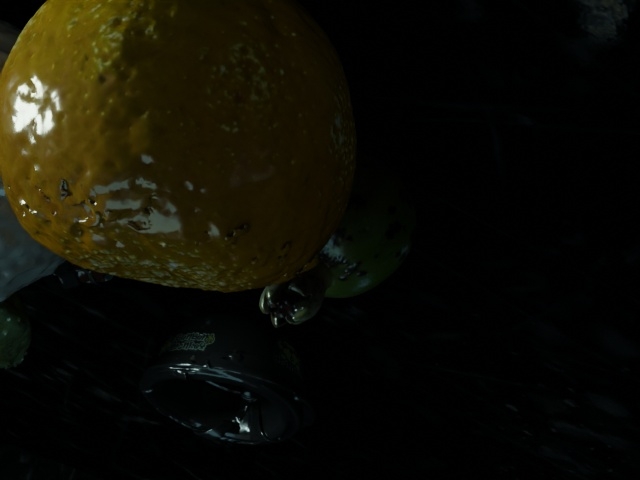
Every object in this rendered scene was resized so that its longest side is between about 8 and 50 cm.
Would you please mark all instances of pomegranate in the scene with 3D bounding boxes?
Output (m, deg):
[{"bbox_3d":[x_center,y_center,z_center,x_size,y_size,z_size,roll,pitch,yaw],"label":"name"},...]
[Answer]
[{"bbox_3d":[-0.006,-0.007,1.526,0.179,0.210,0.179,46,164,17],"label":"pomegranate"}]

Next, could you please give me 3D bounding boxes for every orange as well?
[{"bbox_3d":[-0.130,-0.108,1.324,0.340,0.293,0.340,9,170,2],"label":"orange"}]

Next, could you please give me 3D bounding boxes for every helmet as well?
[{"bbox_3d":[-0.123,0.186,2.108,0.278,0.160,0.230,-14,137,36],"label":"helmet"}]

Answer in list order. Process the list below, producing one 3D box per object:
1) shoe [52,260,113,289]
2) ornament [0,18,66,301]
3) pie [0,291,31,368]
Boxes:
[{"bbox_3d":[-0.354,0.024,2.068,0.227,0.112,0.099,21,156,18],"label":"shoe"},{"bbox_3d":[-0.404,-0.095,1.595,0.337,0.337,0.337,22,157,10],"label":"ornament"},{"bbox_3d":[-0.555,0.018,2.040,0.418,0.180,0.395,49,167,-8],"label":"pie"}]
